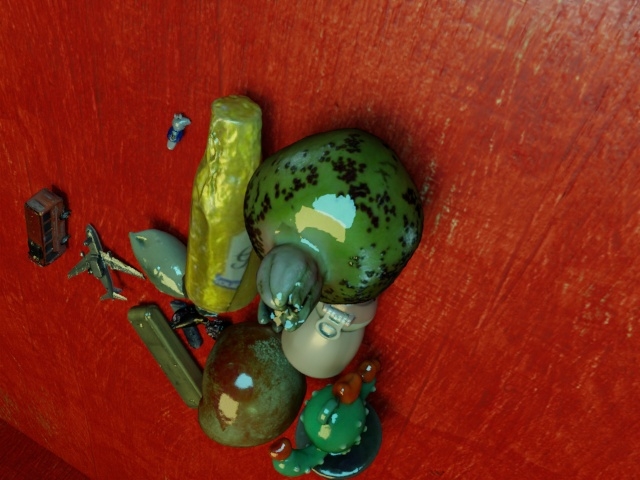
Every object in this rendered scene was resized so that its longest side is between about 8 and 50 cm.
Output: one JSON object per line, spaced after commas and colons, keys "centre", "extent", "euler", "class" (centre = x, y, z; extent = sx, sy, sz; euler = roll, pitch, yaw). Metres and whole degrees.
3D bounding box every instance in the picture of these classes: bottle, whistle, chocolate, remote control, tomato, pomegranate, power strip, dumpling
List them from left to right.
{"centre": [-0.342, 0.061, 1.427], "extent": [0.217, 0.105, 0.149], "euler": [44, 139, -7], "class": "dumpling"}
{"centre": [-0.266, -0.200, 1.197], "extent": [0.033, 0.029, 0.083], "euler": [26, 133, -10], "class": "whistle"}
{"centre": [-0.384, 0.327, 1.734], "extent": [0.092, 0.066, 0.387], "euler": [-7, 120, 37], "class": "power strip"}
{"centre": [-0.334, 0.214, 1.620], "extent": [0.044, 0.027, 0.152], "euler": [10, 130, 35], "class": "remote control"}
{"centre": [-0.286, 0.195, 1.537], "extent": [0.147, 0.072, 0.070], "euler": [20, 133, 11], "class": "chocolate"}
{"centre": [-0.174, -0.052, 1.164], "extent": [0.162, 0.162, 0.445], "euler": [26, 136, 14], "class": "chocolate"}
{"centre": [-0.140, 0.312, 1.394], "extent": [0.223, 0.270, 0.270], "euler": [11, 137, -4], "class": "tomato"}
{"centre": [0.000, 0.000, 0.947], "extent": [0.285, 0.340, 0.285], "euler": [17, 136, 17], "class": "pomegranate"}
{"centre": [0.028, 0.142, 1.210], "extent": [0.148, 0.147, 0.236], "euler": [34, 134, 5], "class": "bottle"}

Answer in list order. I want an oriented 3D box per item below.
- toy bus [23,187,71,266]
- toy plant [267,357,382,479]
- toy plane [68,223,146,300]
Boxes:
{"centre": [-0.678, -0.029, 1.596], "extent": [0.073, 0.096, 0.235], "euler": [35, 138, 8], "class": "toy bus"}
{"centre": [0.027, 0.402, 1.345], "extent": [0.400, 0.280, 0.185], "euler": [90, 156, -61], "class": "toy plant"}
{"centre": [-0.547, 0.062, 1.612], "extent": [0.226, 0.058, 0.226], "euler": [0, 128, 16], "class": "toy plane"}
